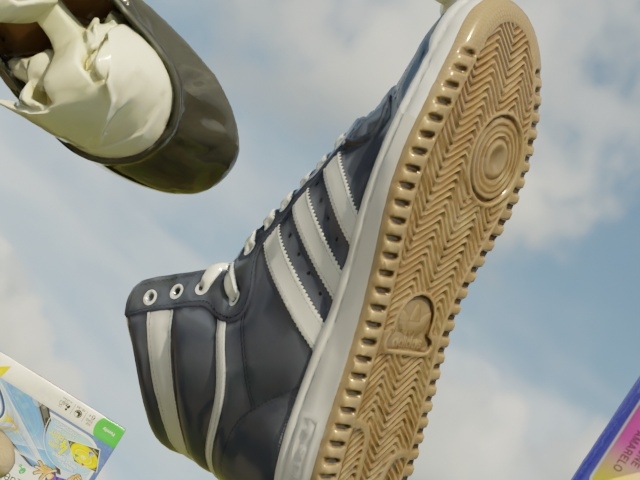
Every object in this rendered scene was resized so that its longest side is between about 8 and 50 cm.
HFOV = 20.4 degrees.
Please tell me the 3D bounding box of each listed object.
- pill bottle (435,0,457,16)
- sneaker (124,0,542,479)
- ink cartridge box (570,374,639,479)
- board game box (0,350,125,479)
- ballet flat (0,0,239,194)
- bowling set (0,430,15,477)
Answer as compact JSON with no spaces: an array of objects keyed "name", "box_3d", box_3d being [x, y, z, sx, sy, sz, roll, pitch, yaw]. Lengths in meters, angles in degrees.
[{"name":"pill bottle","box_3d":[0.120,-0.171,1.359,0.083,0.043,0.043,41,-17,-28]},{"name":"sneaker","box_3d":[0.000,0.000,0.895,0.153,0.282,0.099,21,1,40]},{"name":"ink cartridge box","box_3d":[0.273,0.121,1.049,0.151,0.270,0.395,31,-17,20]},{"name":"board game box","box_3d":[-0.276,0.155,1.423,0.201,0.136,0.035,32,-7,-4]},{"name":"ballet flat","box_3d":[-0.151,-0.116,0.950,0.280,0.095,0.096,48,19,-18]},{"name":"bowling set","box_3d":[-0.318,0.076,1.219,0.154,0.200,0.287,11,6,17]}]
